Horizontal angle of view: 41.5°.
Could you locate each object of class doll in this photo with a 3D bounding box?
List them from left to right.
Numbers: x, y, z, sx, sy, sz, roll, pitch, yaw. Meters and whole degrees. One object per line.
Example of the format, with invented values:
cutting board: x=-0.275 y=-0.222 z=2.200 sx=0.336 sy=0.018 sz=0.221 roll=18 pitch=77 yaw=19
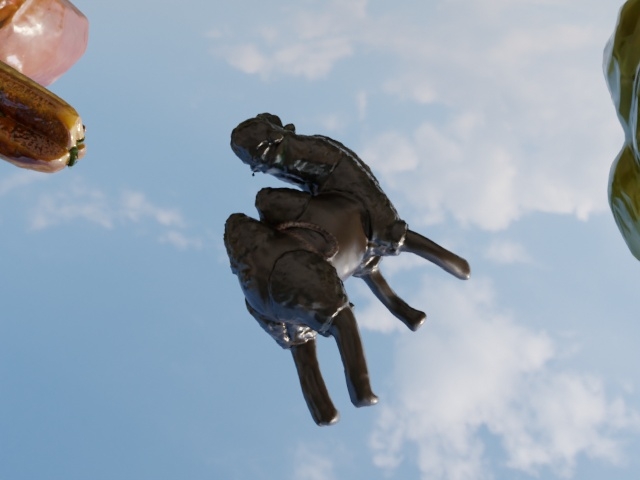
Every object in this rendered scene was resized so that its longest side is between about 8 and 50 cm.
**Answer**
doll: x=0.000 y=0.000 z=0.479 sx=0.165 sy=0.057 sz=0.139 roll=49 pitch=-130 yaw=2

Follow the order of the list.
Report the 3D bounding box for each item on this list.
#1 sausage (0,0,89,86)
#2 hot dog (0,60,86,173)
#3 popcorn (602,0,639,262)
sausage: x=-0.396 y=-0.280 z=1.098 sx=0.153 sy=0.141 sz=0.268 roll=44 pitch=-179 yaw=-8
hot dog: x=-0.276 y=-0.116 z=0.684 sx=0.188 sy=0.072 sz=0.055 roll=31 pitch=-179 yaw=-8
popcorn: x=0.239 y=-0.018 z=0.333 sx=0.250 sy=0.241 sz=0.235 roll=-22 pitch=-139 yaw=-40
